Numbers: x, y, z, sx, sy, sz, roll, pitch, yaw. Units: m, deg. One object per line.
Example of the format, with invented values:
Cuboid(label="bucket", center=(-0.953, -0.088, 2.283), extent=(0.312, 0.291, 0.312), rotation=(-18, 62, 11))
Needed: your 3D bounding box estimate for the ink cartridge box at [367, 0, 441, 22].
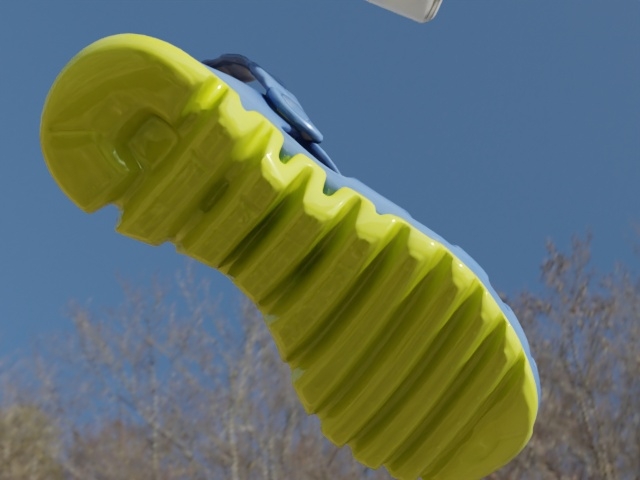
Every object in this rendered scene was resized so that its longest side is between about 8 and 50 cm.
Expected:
Cuboid(label="ink cartridge box", center=(-0.025, -0.249, 0.828), extent=(0.207, 0.283, 0.117), rotation=(19, -72, -13))

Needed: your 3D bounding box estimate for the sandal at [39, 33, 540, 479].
Cuboid(label="sandal", center=(0.000, 0.000, 0.736), extent=(0.126, 0.138, 0.317), rotation=(-41, -82, 17))
